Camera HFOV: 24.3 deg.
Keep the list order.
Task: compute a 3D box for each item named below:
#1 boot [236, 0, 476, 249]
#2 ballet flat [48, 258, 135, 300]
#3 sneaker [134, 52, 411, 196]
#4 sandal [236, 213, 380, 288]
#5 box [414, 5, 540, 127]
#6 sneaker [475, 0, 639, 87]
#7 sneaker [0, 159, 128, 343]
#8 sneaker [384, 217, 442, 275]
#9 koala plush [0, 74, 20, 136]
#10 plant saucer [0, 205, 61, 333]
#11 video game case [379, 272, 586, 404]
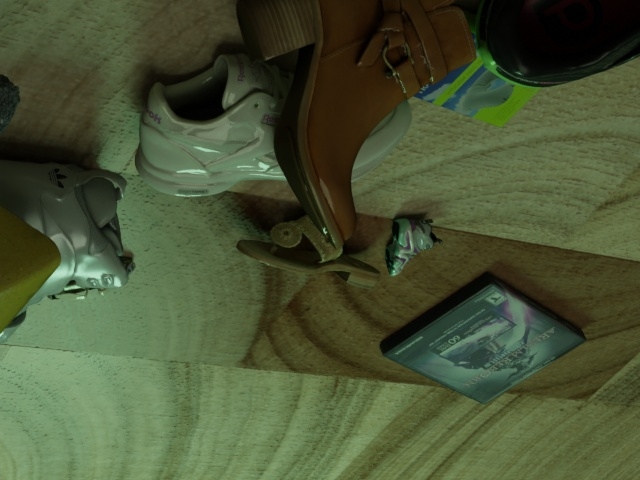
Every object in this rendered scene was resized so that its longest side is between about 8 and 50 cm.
[{"bbox_3d":[0.054,-0.151,1.514,0.220,0.283,0.109,-20,-171,-13],"label":"boot"},{"bbox_3d":[-0.275,0.052,1.777,0.114,0.041,0.041,-10,144,-12],"label":"ballet flat"},{"bbox_3d":[-0.044,-0.129,1.576,0.305,0.114,0.152,-10,140,-15],"label":"sneaker"},{"bbox_3d":[-0.004,-0.003,1.820,0.240,0.088,0.079,15,102,-48],"label":"sandal"},{"bbox_3d":[0.169,-0.193,1.650,0.178,0.042,0.109,14,133,-38],"label":"box"},{"bbox_3d":[0.371,-0.283,1.453,0.483,0.185,0.202,-33,-174,18],"label":"sneaker"},{"bbox_3d":[-0.331,0.046,1.656,0.210,0.137,0.366,-2,138,-18],"label":"sneaker"},{"bbox_3d":[0.122,0.009,1.902,0.069,0.038,0.098,-6,143,-16],"label":"sneaker"},{"bbox_3d":[-0.344,-0.226,1.289,0.196,0.203,0.221,19,110,-53],"label":"koala plush"},{"bbox_3d":[-0.485,0.041,1.498,0.333,0.081,0.333,35,123,-15],"label":"plant saucer"},{"bbox_3d":[0.240,0.148,2.157,0.196,0.026,0.274,-35,141,22],"label":"video game case"}]
